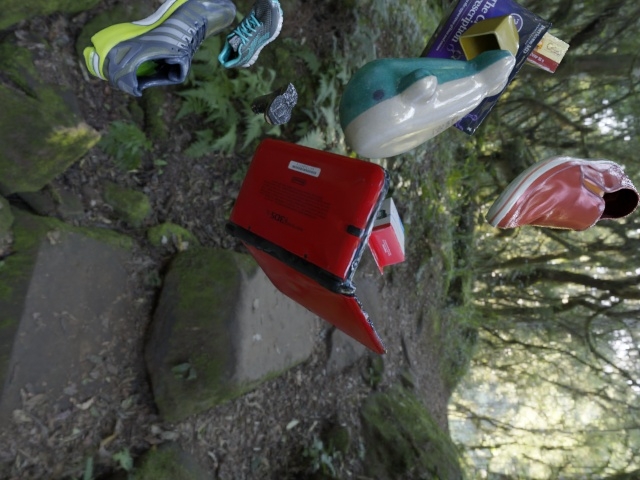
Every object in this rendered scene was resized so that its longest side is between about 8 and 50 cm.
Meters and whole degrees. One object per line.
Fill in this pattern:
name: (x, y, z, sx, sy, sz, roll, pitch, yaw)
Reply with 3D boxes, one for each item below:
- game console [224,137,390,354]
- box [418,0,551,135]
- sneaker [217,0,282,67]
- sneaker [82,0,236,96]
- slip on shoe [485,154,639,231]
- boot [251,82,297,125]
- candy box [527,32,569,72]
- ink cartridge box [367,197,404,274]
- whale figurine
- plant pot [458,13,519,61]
game console: (0.000, 0.000, 0.375, 0.085, 0.144, 0.124, 20, 93, -44)
box: (0.320, -0.389, 1.036, 0.261, 0.184, 0.103, -59, -170, 33)
sneaker: (-0.128, -0.363, 0.863, 0.065, 0.166, 0.076, 48, 47, -1)
sneaker: (-0.264, -0.352, 0.885, 0.300, 0.121, 0.111, -41, 167, -22)
slip on shoe: (0.401, -0.066, 0.783, 0.101, 0.331, 0.123, 59, -38, 33)
boot: (-0.155, -0.375, 1.402, 0.077, 0.137, 0.198, 66, 29, -28)
candy box: (0.554, -0.605, 1.453, 0.087, 0.183, 0.316, -66, -151, 22)
ink cartridge box: (0.206, -0.016, 1.514, 0.231, 0.078, 0.134, -77, 146, -55)
whale figurine: (0.156, -0.237, 0.765, 0.141, 0.272, 0.216, 68, 13, 7)
plant pot: (0.329, -0.381, 0.920, 0.083, 0.081, 0.081, -51, 126, -16)
